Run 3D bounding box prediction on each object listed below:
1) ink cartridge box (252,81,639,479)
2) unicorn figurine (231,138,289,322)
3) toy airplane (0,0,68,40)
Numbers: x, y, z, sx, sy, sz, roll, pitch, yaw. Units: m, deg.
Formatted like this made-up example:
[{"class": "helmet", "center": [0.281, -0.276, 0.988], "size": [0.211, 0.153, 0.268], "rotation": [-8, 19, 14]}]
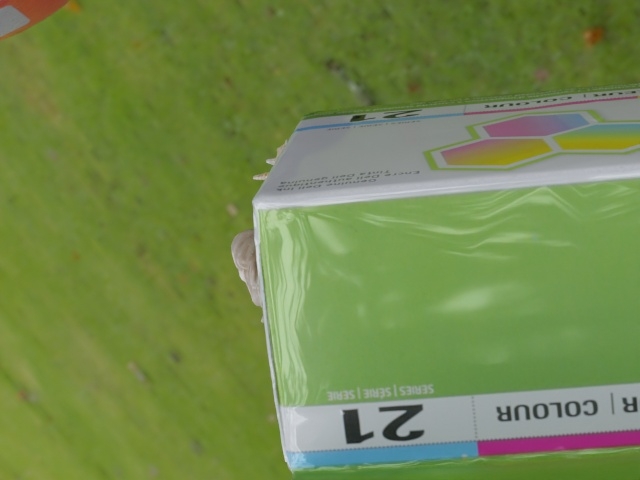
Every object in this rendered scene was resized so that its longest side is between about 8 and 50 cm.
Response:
[{"class": "ink cartridge box", "center": [0.075, 0.023, 0.540], "size": [0.255, 0.189, 0.097], "rotation": [-65, -30, -74]}, {"class": "unicorn figurine", "center": [0.000, 0.000, 0.917], "size": [0.111, 0.060, 0.162], "rotation": [50, -164, 3]}, {"class": "toy airplane", "center": [-0.093, -0.295, 1.076], "size": [0.272, 0.386, 0.384], "rotation": [40, 135, 13]}]
